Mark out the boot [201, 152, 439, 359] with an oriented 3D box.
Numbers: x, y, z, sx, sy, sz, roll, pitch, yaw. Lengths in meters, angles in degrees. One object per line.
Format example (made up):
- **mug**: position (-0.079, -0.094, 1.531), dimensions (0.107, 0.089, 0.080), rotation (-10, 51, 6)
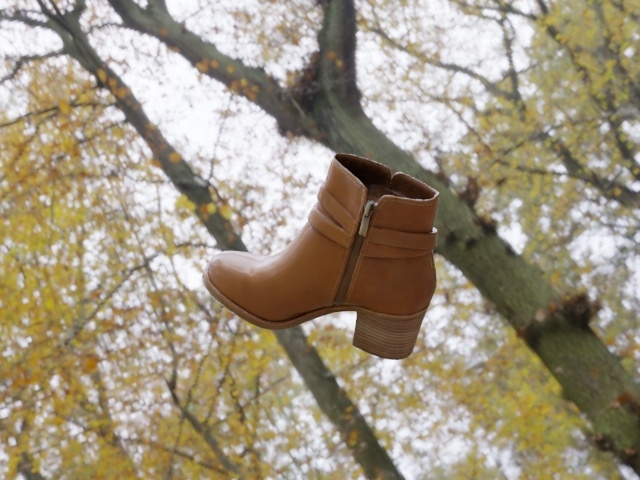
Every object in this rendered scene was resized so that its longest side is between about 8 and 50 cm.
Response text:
- **boot**: position (0.000, 0.000, 0.785), dimensions (0.197, 0.073, 0.152), rotation (15, -55, 13)
